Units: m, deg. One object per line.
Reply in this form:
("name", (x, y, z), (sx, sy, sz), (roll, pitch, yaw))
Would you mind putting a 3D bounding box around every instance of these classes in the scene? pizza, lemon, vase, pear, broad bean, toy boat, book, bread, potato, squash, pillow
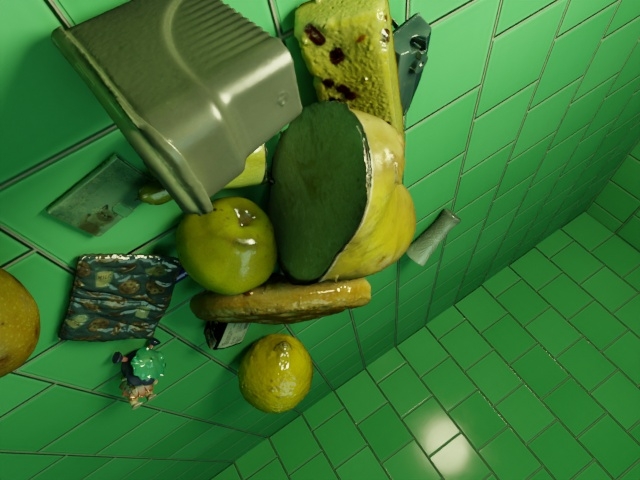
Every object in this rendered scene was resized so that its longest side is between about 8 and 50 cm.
("pizza", (-0.088, 0.135, 0.929), (0.410, 0.113, 0.278), (-5, 168, 10))
("lemon", (-0.148, 0.443, 1.353), (0.254, 0.253, 0.310), (-17, 144, -33))
("vase", (0.417, -0.015, 1.487), (0.219, 0.096, 0.096), (-52, 148, 18))
("pear", (-0.178, 0.014, 0.774), (0.198, 0.198, 0.198), (-28, 149, -18))
("broad bean", (-0.196, -0.101, 0.712), (0.257, 0.052, 0.052), (-15, 156, -39))
("toy boat", (0.144, -0.315, 0.772), (0.093, 0.103, 0.246), (-43, 164, -10))
("book", (-0.342, -0.067, 0.647), (0.135, 0.017, 0.103), (-39, 150, 1))
("bread", (0.067, -0.254, 0.711), (0.139, 0.077, 0.361), (1, 156, 17))
("potato", (0.081, -0.082, 0.783), (0.296, 0.289, 0.396), (-6, 141, -33))
("squash", (-0.182, -0.132, 0.626), (0.187, 0.123, 0.123), (-15, 143, -36))
("pillow", (-0.398, 0.121, 0.806), (0.189, 0.034, 0.255), (9, 126, -36))

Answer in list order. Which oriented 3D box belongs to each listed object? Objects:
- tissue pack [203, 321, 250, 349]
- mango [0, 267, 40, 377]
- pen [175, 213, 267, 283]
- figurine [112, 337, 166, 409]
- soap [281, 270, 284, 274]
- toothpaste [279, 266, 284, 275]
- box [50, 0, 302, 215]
("tissue pack", (-0.242, 0.211, 1.079), (0.103, 0.090, 0.170), (-9, 138, -41))
("mango", (-0.532, 0.094, 0.526), (0.329, 0.176, 0.176), (58, 41, -61))
("pen", (-0.222, 0.019, 0.887), (0.269, 0.033, 0.033), (-32, 150, -10))
("figurine", (-0.460, 0.338, 1.014), (0.112, 0.102, 0.194), (-22, 153, -49))
("soap", (-0.001, -0.001, 1.040), (0.252, 0.037, 0.092), (-34, 156, -34))
("toothpaste", (-0.083, 0.018, 1.028), (0.058, 0.055, 0.314), (6, 149, 4))
("box", (-0.153, -0.177, 0.452), (0.178, 0.274, 0.138), (-38, 153, -12))
